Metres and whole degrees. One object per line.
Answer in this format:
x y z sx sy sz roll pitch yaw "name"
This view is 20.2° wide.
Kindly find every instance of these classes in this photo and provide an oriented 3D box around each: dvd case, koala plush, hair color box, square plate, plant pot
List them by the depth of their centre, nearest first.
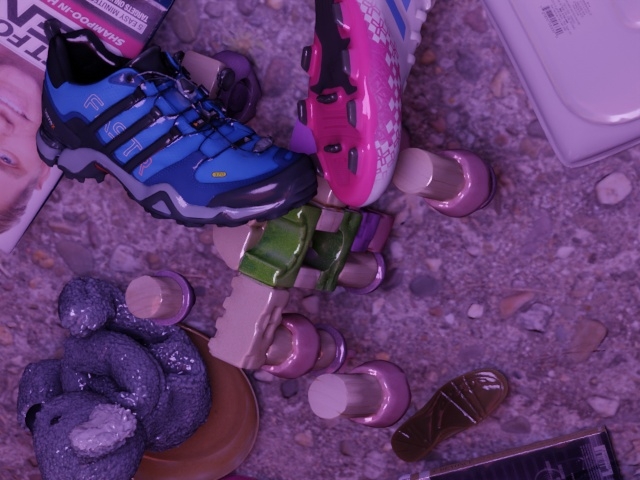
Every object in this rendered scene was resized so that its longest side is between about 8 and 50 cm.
0.303 -0.250 1.620 0.344 0.049 0.347 -21 115 23 "square plate"
-0.289 -0.166 1.767 0.174 0.105 0.347 32 124 -9 "hair color box"
-0.226 0.190 1.874 0.203 0.221 0.196 26 123 -5 "koala plush"
0.227 0.297 1.986 0.221 0.018 0.165 -16 118 9 "dvd case"
-0.181 0.175 2.008 0.236 0.032 0.236 6 124 9 "plant pot"

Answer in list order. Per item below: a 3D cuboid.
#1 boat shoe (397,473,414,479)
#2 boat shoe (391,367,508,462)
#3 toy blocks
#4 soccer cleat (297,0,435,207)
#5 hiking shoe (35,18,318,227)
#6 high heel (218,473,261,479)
0.128 0.299 2.018 0.100 0.035 0.035 34 123 -11 "boat shoe"
0.143 0.185 1.942 0.153 0.048 0.056 -43 82 24 "boat shoe"
0.000 0.000 1.770 0.309 0.260 0.289 23 97 25 "toy blocks"
0.054 -0.197 1.581 0.143 0.116 0.331 -5 87 -28 "soccer cleat"
-0.139 -0.102 1.602 0.304 0.113 0.132 16 123 28 "hiking shoe"
-0.155 0.328 2.048 0.244 0.117 0.082 2 122 11 "high heel"
